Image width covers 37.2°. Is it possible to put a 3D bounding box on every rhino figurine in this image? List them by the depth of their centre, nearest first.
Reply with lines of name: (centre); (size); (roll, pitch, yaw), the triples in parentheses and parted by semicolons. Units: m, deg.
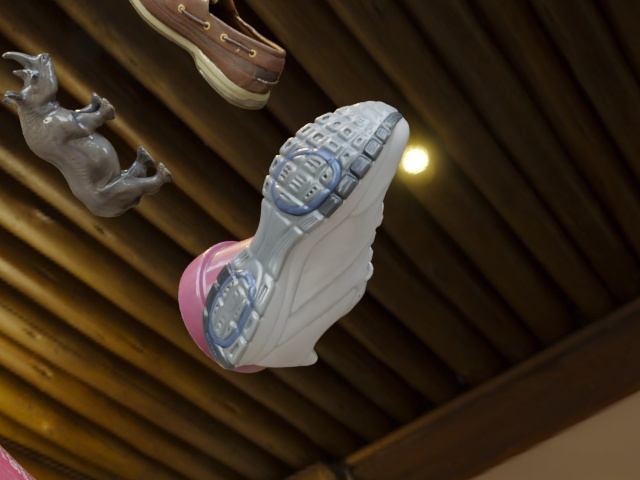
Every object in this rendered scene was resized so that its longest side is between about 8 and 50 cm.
rhino figurine: (-0.299, -0.132, 1.155); (0.106, 0.073, 0.243); (-43, -75, -10)

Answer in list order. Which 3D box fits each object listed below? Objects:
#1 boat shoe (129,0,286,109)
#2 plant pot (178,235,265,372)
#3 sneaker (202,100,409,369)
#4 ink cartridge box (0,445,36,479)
boat shoe: (-0.096, -0.187, 0.784); (0.178, 0.064, 0.060); (45, -61, 12)
plant pot: (-0.080, 0.072, 1.415); (0.201, 0.201, 0.180); (29, -45, -30)
sneaker: (0.000, 0.000, 0.921); (0.129, 0.111, 0.297); (17, -66, -40)
ink cartridge box: (-0.233, 0.287, 0.662); (0.207, 0.117, 0.283); (-46, -60, -21)
